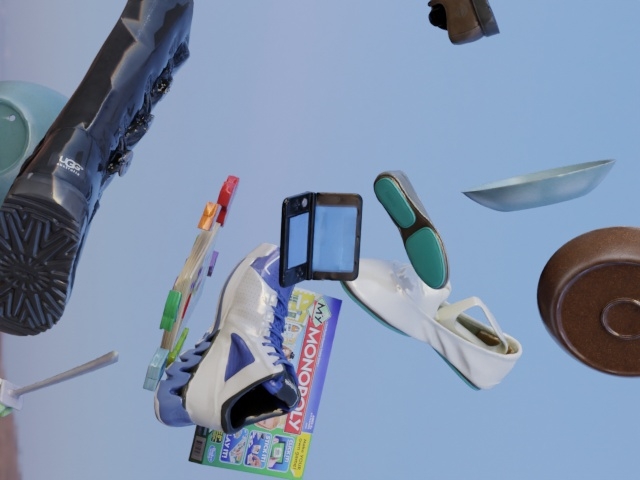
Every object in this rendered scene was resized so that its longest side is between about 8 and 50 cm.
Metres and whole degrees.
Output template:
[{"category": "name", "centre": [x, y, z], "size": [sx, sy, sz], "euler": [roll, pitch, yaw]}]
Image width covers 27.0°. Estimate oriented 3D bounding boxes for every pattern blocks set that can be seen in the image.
[{"category": "pattern blocks set", "centre": [-0.190, 0.062, 1.941], "size": [0.325, 0.026, 0.285], "euler": [-69, 177, -68]}]

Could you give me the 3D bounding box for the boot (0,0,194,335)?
[{"category": "boot", "centre": [-0.339, -0.118, 1.904], "size": [0.367, 0.146, 0.445], "euler": [-47, -160, 48]}]

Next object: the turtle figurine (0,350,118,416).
[{"category": "turtle figurine", "centre": [-0.318, 0.201, 1.054], "size": [0.266, 0.274, 0.198], "euler": [124, -30, -62]}]

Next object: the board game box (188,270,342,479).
[{"category": "board game box", "centre": [-0.088, 0.228, 2.221], "size": [0.046, 0.213, 0.317], "euler": [4, -100, 53]}]

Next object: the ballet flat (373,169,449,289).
[{"category": "ballet flat", "centre": [0.161, -0.023, 2.173], "size": [0.072, 0.068, 0.213], "euler": [-32, -96, 34]}]

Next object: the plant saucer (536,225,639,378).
[{"category": "plant saucer", "centre": [0.280, 0.065, 1.223], "size": [0.029, 0.168, 0.168], "euler": [-61, 164, -54]}]

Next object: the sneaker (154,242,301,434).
[{"category": "sneaker", "centre": [-0.089, 0.170, 1.984], "size": [0.315, 0.182, 0.127], "euler": [-58, 146, -25]}]

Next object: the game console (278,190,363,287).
[{"category": "game console", "centre": [0.000, 0.000, 1.772], "size": [0.107, 0.071, 0.122], "euler": [-19, 115, -61]}]

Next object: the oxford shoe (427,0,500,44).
[{"category": "oxford shoe", "centre": [0.202, -0.378, 2.044], "size": [0.083, 0.096, 0.227], "euler": [58, 15, -36]}]

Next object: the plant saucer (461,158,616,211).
[{"category": "plant saucer", "centre": [0.272, -0.064, 1.649], "size": [0.195, 0.195, 0.037], "euler": [-173, -109, -77]}]

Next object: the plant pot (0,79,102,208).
[{"category": "plant pot", "centre": [-0.507, -0.139, 2.154], "size": [0.195, 0.290, 0.290], "euler": [79, 8, -77]}]

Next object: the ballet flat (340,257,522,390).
[{"category": "ballet flat", "centre": [0.204, 0.121, 2.315], "size": [0.139, 0.400, 0.139], "euler": [-35, -145, 28]}]
